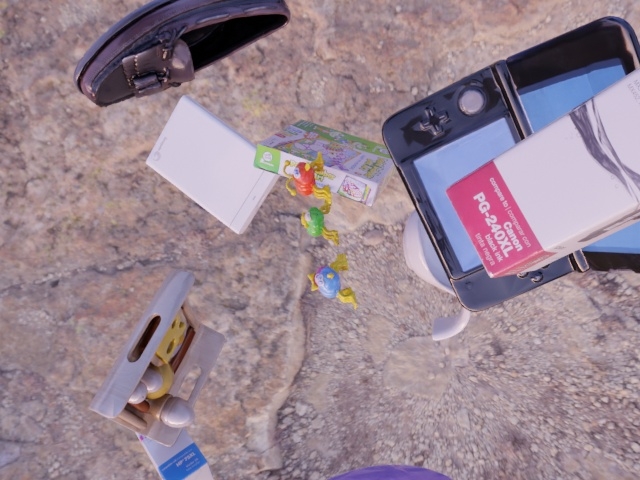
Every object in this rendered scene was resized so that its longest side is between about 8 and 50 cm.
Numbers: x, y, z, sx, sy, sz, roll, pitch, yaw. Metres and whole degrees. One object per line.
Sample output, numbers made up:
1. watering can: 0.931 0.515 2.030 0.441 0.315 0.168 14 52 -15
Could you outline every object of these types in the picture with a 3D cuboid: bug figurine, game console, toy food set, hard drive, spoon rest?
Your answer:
1. bug figurine: 0.000 0.000 0.948 0.072 0.216 0.279 -13 68 0
2. game console: 0.241 -0.058 0.632 0.250 0.173 0.293 -25 101 9
3. toy food set: -0.231 0.201 0.870 0.092 0.306 0.220 20 64 8
4. hard drive: -0.303 -0.215 1.548 0.353 0.047 0.233 37 105 9
5. spoon rest: 0.206 0.058 0.941 0.084 0.276 0.137 -6 37 23

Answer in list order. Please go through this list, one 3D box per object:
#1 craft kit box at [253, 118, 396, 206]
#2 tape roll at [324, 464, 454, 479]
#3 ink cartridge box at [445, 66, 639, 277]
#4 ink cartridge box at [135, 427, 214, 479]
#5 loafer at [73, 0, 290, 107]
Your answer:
1. craft kit box: 0.025 -0.168 1.124 0.246 0.250 0.061 22 118 9
2. tape roll: 0.042 0.267 0.430 0.188 0.189 0.080 -15 98 9
3. ink cartridge box: 0.168 -0.040 0.322 0.150 0.109 0.063 -32 72 30
4. ink cartridge box: -0.298 0.382 1.045 0.078 0.134 0.231 -30 55 -26
5. loafer: -0.172 -0.261 0.716 0.302 0.109 0.095 -39 83 -15
